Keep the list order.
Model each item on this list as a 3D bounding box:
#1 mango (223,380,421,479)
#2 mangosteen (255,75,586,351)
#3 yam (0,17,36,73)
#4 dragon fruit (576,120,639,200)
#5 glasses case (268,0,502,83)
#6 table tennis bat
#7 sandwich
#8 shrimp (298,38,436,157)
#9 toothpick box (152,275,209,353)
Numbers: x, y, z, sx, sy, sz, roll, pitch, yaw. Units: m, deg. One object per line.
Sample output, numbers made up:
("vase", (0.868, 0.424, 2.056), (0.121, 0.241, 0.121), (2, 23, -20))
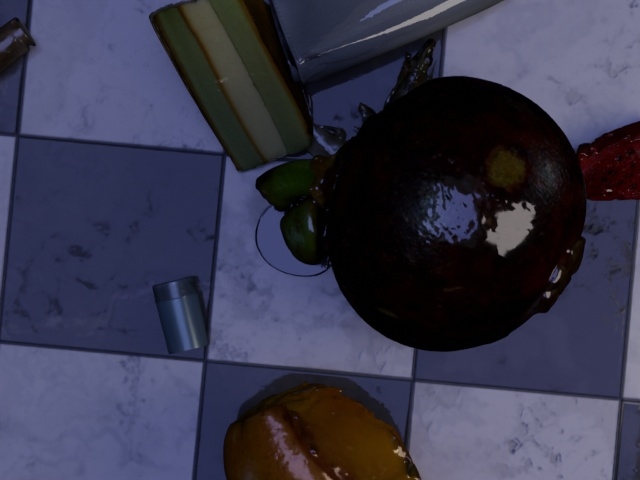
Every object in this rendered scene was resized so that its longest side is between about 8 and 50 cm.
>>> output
("mango", (0.037, 0.307, 1.513), (0.199, 0.201, 0.350), (-35, 101, 19))
("mangosteen", (0.114, -0.045, 1.459), (0.360, 0.306, 0.306), (32, 89, 13))
("yam", (-0.452, -0.170, 1.586), (0.264, 0.046, 0.046), (-38, 89, -2))
("dragon fruit", (0.341, -0.097, 1.572), (0.131, 0.063, 0.097), (-2, 89, 0))
("glasses case", (0.086, -0.292, 1.564), (0.308, 0.083, 0.128), (-24, 78, -5))
("table tennis bat", (0.000, 0.000, 1.596), (0.158, 0.014, 0.095), (11, 88, 2))
("sandwich", (-0.098, -0.182, 1.527), (0.117, 0.144, 0.187), (-19, 87, 17))
("shrimp", (0.048, -0.175, 1.592), (0.148, 0.035, 0.195), (27, 91, 3))
("toothpick box", (-0.165, 0.088, 1.577), (0.052, 0.052, 0.083), (-13, 90, 0))
